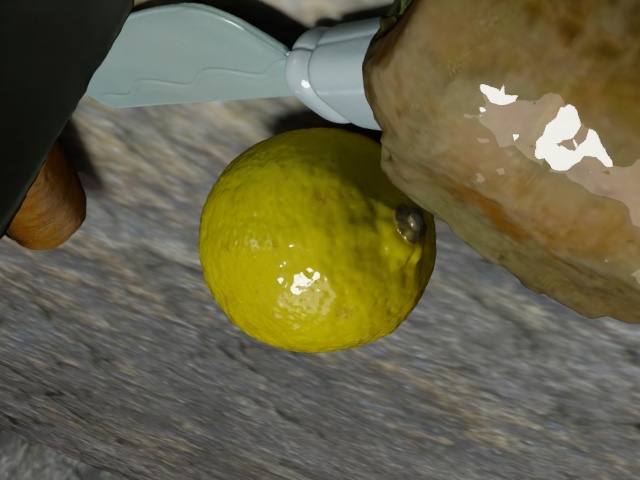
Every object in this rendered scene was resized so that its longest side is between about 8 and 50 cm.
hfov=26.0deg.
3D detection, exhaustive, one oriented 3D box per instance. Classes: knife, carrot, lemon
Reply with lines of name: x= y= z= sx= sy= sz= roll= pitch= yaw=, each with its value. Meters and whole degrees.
knife: x=-0.025 y=-0.077 z=0.593 sx=0.331 sy=0.044 sz=0.080 roll=6 pitch=157 yaw=46
carrot: x=-0.179 y=-0.056 z=0.761 sx=0.067 sy=0.067 sz=0.225 roll=18 pitch=163 yaw=8
carrot: x=0.161 y=-0.023 z=0.405 sx=0.302 sy=0.139 sz=0.139 roll=17 pitch=162 yaw=-12
lemon: x=0.000 y=0.000 z=0.659 sx=0.133 sy=0.109 sz=0.109 roll=-11 pitch=144 yaw=44

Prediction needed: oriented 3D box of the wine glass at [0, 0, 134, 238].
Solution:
wine glass: x=-0.239 y=-0.154 z=0.278 sx=0.406 sy=0.267 sz=0.267 roll=23 pitch=162 yaw=5
